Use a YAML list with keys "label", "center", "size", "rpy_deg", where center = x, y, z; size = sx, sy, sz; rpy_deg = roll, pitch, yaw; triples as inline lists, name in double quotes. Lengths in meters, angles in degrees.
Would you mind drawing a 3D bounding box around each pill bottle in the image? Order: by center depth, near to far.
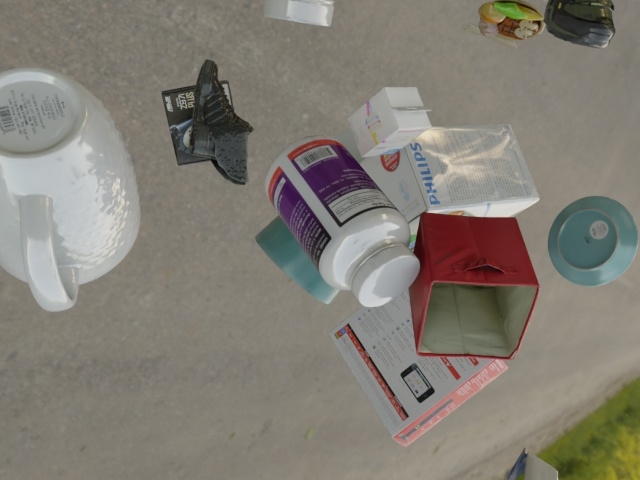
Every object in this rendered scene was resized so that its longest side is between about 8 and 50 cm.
- label: "pill bottle"
  center: [0.041, -0.036, 1.250]
  size: [0.181, 0.323, 0.181]
  rpy_deg: [-23, 144, -18]
- label: "pill bottle"
  center: [-0.033, -0.709, 1.629]
  size: [0.204, 0.204, 0.361]
  rpy_deg: [-14, 119, -50]

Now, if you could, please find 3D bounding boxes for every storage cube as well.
- label: "storage cube"
  center: [0.266, 0.079, 1.238]
  size: [0.193, 0.184, 0.215]
  rpy_deg: [-89, -178, -51]

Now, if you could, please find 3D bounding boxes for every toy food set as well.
- label: "toy food set"
  center: [0.360, -0.416, 1.310]
  size: [0.192, 0.132, 0.038]
  rpy_deg: [134, -24, -75]

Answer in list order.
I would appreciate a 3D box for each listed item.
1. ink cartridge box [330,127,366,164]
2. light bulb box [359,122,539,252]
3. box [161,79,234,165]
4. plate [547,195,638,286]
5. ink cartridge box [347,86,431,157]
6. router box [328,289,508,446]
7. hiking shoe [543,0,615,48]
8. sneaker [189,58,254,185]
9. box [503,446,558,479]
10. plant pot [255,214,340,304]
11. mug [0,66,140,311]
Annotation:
- label: "ink cartridge box"
  center: [0.124, -0.266, 2.128]
  size: [0.211, 0.121, 0.289]
  rpy_deg: [-26, 174, -7]
- label: "light bulb box"
  center: [0.283, -0.116, 1.755]
  size: [0.361, 0.225, 0.358]
  rpy_deg: [-7, 161, -29]
- label: "box"
  center: [-0.281, -0.281, 1.635]
  size: [0.077, 0.147, 0.180]
  rpy_deg: [-58, 140, -72]
- label: "plate"
  center: [0.547, -0.001, 1.394]
  size: [0.024, 0.188, 0.188]
  rpy_deg: [13, 113, -43]
- label: "ink cartridge box"
  center: [0.139, -0.236, 1.339]
  size: [0.092, 0.090, 0.143]
  rpy_deg: [-11, 166, -37]
- label: "router box"
  center: [0.221, 0.261, 1.629]
  size: [0.301, 0.335, 0.082]
  rpy_deg: [-38, 137, 5]
- label: "hiking shoe"
  center: [0.358, -0.353, 0.929]
  size: [0.114, 0.086, 0.227]
  rpy_deg: [101, -5, -47]
- label: "sneaker"
  center: [-0.137, -0.169, 0.979]
  size: [0.089, 0.051, 0.170]
  rpy_deg: [9, 79, -21]
- label: "box"
  center: [0.188, 0.278, 0.667]
  size: [0.109, 0.042, 0.178]
  rpy_deg: [-63, 163, 8]
- label: "plant pot"
  center: [0.000, 0.000, 1.956]
  size: [0.235, 0.293, 0.293]
  rpy_deg: [-47, 153, 5]
- label: "mug"
  center: [-0.435, -0.068, 1.095]
  size: [0.276, 0.374, 0.328]
  rpy_deg: [-6, 155, -13]
